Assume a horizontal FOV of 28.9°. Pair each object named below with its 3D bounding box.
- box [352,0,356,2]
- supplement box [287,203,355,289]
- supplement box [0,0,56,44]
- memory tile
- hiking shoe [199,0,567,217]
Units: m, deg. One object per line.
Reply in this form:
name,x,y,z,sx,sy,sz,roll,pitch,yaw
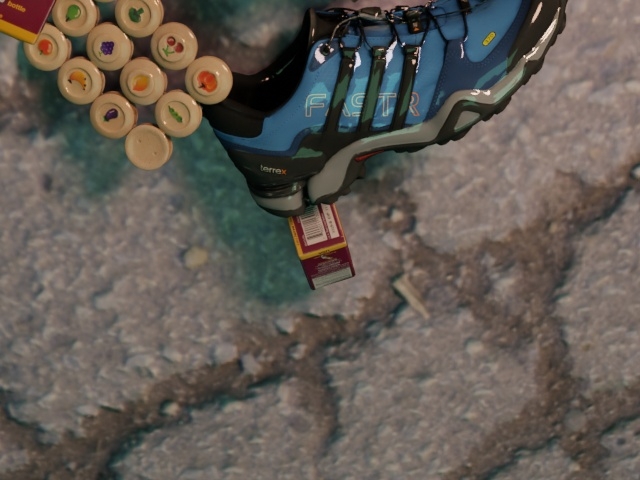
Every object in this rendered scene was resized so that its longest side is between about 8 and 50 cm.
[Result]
box,0.035,-0.234,0.936,0.083,0.052,0.062,-38,122,13
supplement box,0.000,0.000,1.065,0.043,0.055,0.083,-17,158,0
supplement box,-0.194,-0.246,0.853,0.081,0.104,0.188,21,117,-23
memory tile,-0.150,-0.136,0.955,0.148,0.012,0.113,44,110,-5
hiking shoe,0.048,-0.136,0.968,0.304,0.113,0.132,-32,124,11
